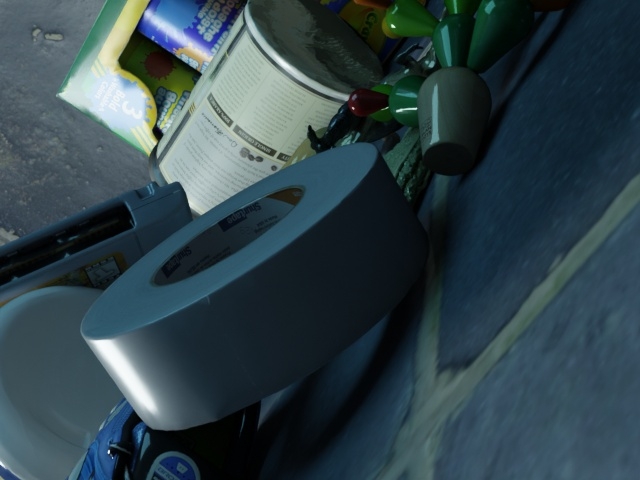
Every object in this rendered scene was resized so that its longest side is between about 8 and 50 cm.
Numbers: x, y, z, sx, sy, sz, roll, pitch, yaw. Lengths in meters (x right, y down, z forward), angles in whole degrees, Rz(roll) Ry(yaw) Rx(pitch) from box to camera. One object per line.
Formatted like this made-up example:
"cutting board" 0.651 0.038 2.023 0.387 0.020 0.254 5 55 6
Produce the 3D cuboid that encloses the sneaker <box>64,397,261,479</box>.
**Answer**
"sneaker" -0.131 0.188 0.726 0.147 0.129 0.330 -52 9 46

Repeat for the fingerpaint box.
"fingerpaint box" -0.115 -0.290 1.629 0.445 0.371 0.163 -50 10 36

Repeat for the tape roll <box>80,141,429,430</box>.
"tape roll" -0.041 0.025 0.720 0.219 0.072 0.219 -29 15 9

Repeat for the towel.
"towel" 0.052 -0.038 0.870 0.110 0.027 0.148 -49 11 50

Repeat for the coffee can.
"coffee can" -0.074 -0.159 1.476 0.275 0.201 0.201 -51 10 33

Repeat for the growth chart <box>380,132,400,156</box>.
"growth chart" 0.000 0.000 1.059 0.237 0.021 0.172 -49 12 46

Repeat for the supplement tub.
"supplement tub" -0.274 0.216 1.108 0.316 0.228 0.228 -50 10 38

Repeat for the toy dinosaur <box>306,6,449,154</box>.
"toy dinosaur" 0.042 -0.107 1.001 0.268 0.064 0.118 -42 5 10

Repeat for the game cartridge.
"game cartridge" -0.260 0.054 1.148 0.297 0.062 0.198 -25 -29 -10

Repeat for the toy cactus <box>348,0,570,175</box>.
"toy cactus" 0.089 -0.128 0.770 0.219 0.112 0.181 -29 38 39

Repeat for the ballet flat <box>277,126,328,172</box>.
"ballet flat" -0.043 -0.027 1.238 0.232 0.080 0.073 -53 21 30
